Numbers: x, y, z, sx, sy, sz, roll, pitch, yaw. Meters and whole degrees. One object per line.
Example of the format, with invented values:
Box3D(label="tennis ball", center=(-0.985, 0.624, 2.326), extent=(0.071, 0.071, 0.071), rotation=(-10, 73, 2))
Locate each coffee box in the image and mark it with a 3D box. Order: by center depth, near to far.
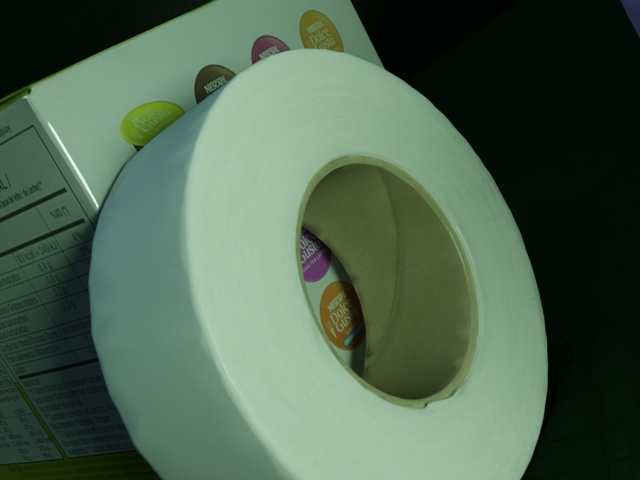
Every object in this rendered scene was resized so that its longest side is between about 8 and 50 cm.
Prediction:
Box3D(label="coffee box", center=(-0.124, 0.013, 0.734), extent=(0.338, 0.334, 0.337), rotation=(-17, 17, 40))

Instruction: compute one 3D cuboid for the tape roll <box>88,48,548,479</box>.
Box3D(label="tape roll", center=(0.011, 0.036, 0.520), extent=(0.100, 0.286, 0.286), rotation=(-25, 16, 42))

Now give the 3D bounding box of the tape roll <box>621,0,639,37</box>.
Box3D(label="tape roll", center=(0.317, -0.217, 0.641), extent=(0.090, 0.275, 0.275), rotation=(-24, 17, 49))
